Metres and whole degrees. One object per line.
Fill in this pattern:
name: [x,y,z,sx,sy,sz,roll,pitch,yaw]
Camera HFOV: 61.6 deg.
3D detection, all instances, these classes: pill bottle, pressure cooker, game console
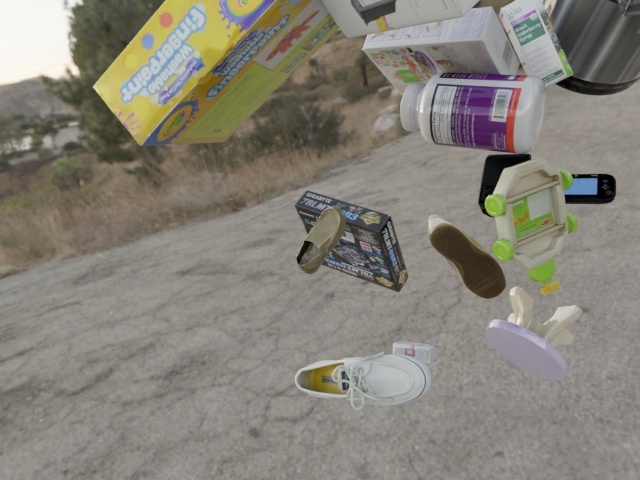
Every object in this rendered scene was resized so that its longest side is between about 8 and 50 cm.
pill bottle: [0.372,-0.319,1.328,0.323,0.181,0.182,13,28,30]
pressure cooker: [0.777,-0.612,1.487,0.370,0.420,0.375,25,63,13]
game console: [0.648,-0.162,1.551,0.362,0.044,0.213,3,61,26]

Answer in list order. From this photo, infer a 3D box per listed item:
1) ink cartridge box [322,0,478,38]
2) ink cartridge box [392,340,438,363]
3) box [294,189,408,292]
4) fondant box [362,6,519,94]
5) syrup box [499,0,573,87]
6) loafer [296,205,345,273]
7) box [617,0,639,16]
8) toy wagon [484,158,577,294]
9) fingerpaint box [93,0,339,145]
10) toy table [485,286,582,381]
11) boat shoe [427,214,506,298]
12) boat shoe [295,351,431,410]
ink cartridge box: [0.162,-0.454,0.857,0.226,0.131,0.306,-46,29,-12]
ink cartridge box: [0.297,0.348,1.680,0.123,0.052,0.089,3,-3,29]
box: [0.094,0.005,1.574,0.296,0.293,0.073,19,61,34]
fondant box: [0.311,-0.477,1.390,0.331,0.096,0.238,10,-11,37]
syrup box: [0.564,-0.520,1.413,0.093,0.236,0.096,-25,7,19]
loafer: [0.000,0.000,1.046,0.056,0.147,0.050,29,8,24]
box: [0.801,-0.704,1.202,0.319,0.394,0.097,-7,-22,9]
toy wagon: [0.549,-0.029,1.386,0.268,0.343,0.068,-19,14,-26]
fingerpaint box: [-0.188,-0.408,1.137,0.445,0.163,0.371,-39,-2,21]
toy table: [0.623,0.268,1.563,0.252,0.274,0.160,-9,42,55]
boat shoe: [0.401,0.042,1.479,0.109,0.302,0.098,-42,22,17]
boat shoe: [0.086,0.350,1.357,0.368,0.135,0.157,-6,-9,35]
